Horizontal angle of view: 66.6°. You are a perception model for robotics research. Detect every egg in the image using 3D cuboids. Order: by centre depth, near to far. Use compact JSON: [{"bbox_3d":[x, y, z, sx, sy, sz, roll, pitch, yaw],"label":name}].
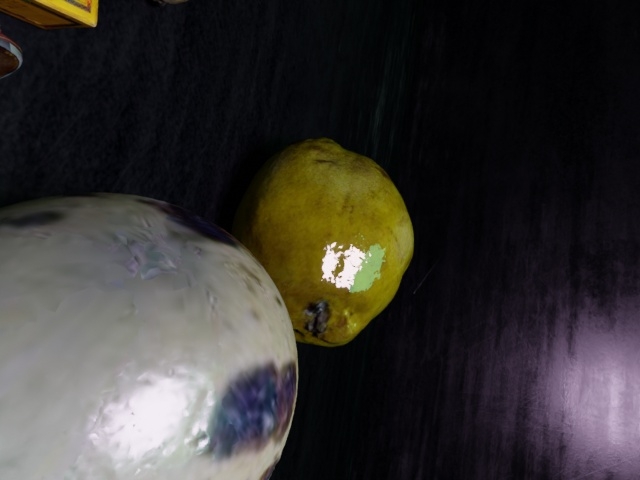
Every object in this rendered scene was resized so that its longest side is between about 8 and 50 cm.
[{"bbox_3d":[-0.210,0.133,0.417,0.428,0.345,0.344,-15,109,-59],"label":"egg"}]

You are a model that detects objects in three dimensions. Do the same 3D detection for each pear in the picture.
[{"bbox_3d":[0.000,0.000,0.954,0.352,0.352,0.413,65,28,-53],"label":"pear"}]

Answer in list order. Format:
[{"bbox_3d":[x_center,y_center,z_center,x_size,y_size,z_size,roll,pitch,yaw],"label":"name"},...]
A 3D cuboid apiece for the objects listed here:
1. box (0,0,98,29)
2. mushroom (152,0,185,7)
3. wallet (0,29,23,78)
[{"bbox_3d":[-0.316,-0.317,0.383,0.301,0.084,0.192,-8,103,-69],"label":"box"},{"bbox_3d":[-0.178,-0.444,0.606,0.189,0.164,0.267,-61,149,-45],"label":"mushroom"},{"bbox_3d":[-0.336,-0.156,0.311,0.255,0.137,0.031,14,62,-69],"label":"wallet"}]
